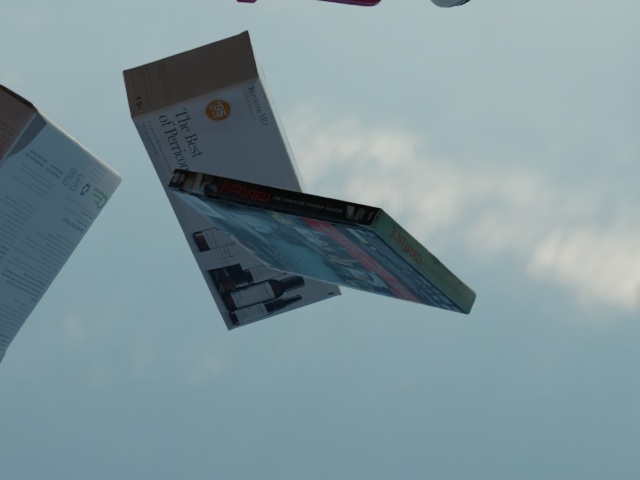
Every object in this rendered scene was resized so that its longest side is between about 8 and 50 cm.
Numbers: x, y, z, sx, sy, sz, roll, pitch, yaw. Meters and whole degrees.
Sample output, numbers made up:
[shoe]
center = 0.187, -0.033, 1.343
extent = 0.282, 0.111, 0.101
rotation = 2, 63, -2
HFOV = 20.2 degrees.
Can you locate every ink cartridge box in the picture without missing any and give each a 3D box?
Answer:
[ink cartridge box]
center = -0.250, 0.012, 1.329
extent = 0.045, 0.224, 0.223
rotation = 31, 175, 14

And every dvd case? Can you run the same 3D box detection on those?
[dvd case]
center = 0.000, 0.000, 0.793
extent = 0.119, 0.087, 0.013
rotation = 10, -109, 40

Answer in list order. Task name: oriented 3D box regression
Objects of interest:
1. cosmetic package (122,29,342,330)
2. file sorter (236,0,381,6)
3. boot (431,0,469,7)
[cosmetic package]
center = -0.062, -0.039, 1.347
extent = 0.099, 0.239, 0.060
rotation = -19, -135, 2
[file sorter]
center = 0.027, -0.374, 1.576
extent = 0.182, 0.291, 0.202
rotation = 0, -130, -38
[boot]
center = 0.175, -0.245, 1.466
extent = 0.086, 0.190, 0.069
rotation = 40, -172, -36
